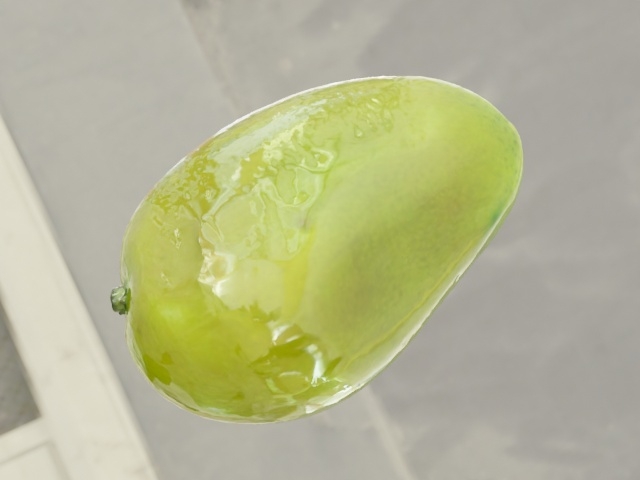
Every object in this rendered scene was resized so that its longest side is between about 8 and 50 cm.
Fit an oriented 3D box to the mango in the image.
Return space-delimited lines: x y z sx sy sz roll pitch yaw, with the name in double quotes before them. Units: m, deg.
"mango" -0.008 -0.002 1.096 0.185 0.273 0.149 35 -17 29
